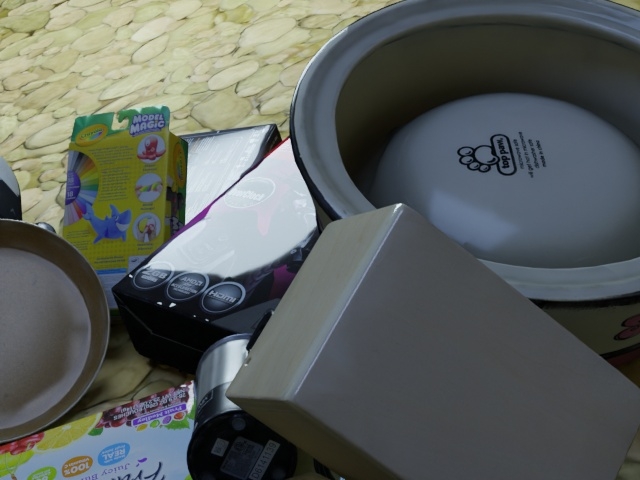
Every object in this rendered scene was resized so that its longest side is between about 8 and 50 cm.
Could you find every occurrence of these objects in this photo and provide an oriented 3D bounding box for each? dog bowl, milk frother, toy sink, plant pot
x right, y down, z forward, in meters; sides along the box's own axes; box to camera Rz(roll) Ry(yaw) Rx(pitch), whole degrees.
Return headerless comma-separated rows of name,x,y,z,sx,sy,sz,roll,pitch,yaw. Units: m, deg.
dog bowl,0.177,-0.050,1.047,0.407,0.150,0.408,0,46,0
milk frother,-0.025,0.144,0.956,0.129,0.143,0.135,-45,17,14
toy sink,0.079,0.108,0.825,0.153,0.234,0.131,-59,17,-18
plant pot,-0.327,0.091,1.186,0.236,0.032,0.236,2,66,-5

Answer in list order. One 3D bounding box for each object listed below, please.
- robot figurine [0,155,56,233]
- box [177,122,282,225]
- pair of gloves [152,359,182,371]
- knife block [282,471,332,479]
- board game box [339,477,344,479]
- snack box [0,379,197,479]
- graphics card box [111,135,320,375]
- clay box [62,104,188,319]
robot figurine,-0.425,-0.007,1.355,0.209,0.174,0.278,-22,37,-1
box,-0.157,-0.046,1.392,0.183,0.056,0.231,-6,34,21
pair of gloves,-0.134,0.099,1.200,0.083,0.010,0.074,-35,40,-27
knife block,-0.054,0.239,0.778,0.242,0.088,0.275,-10,17,-40
board game box,0.094,0.183,0.941,0.154,0.026,0.103,-4,35,21
snack box,-0.183,0.221,0.983,0.207,0.070,0.174,-19,31,0
graphics card box,0.000,0.000,1.200,0.232,0.094,0.371,16,46,36
clay box,-0.209,-0.029,1.276,0.127,0.053,0.222,-4,74,21
